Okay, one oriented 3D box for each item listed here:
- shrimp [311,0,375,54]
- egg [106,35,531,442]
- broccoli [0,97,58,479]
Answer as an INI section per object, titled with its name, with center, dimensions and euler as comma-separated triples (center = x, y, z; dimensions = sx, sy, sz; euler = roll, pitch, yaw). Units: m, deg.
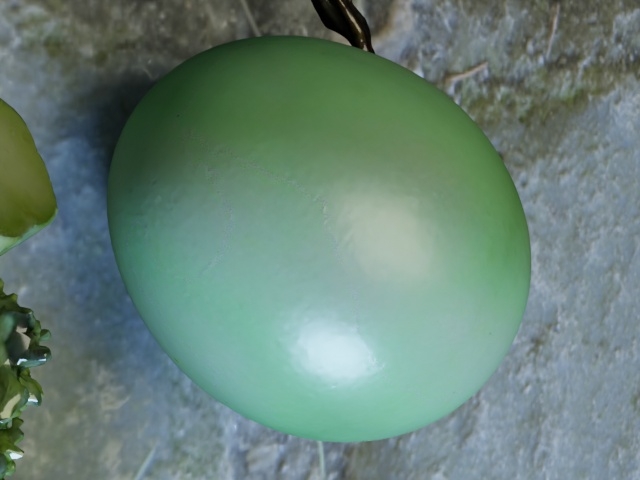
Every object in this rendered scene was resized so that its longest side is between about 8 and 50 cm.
[shrimp]
center = -0.052, -0.203, 0.998
dimensions = 0.117, 0.066, 0.262
euler = -29, 101, -26
[egg]
center = 0.000, 0.000, 0.957
dimensions = 0.270, 0.220, 0.220
euler = 33, 70, -40
[broccoli]
center = -0.237, 0.005, 0.706
dimensions = 0.260, 0.235, 0.288
euler = -50, 148, 14
